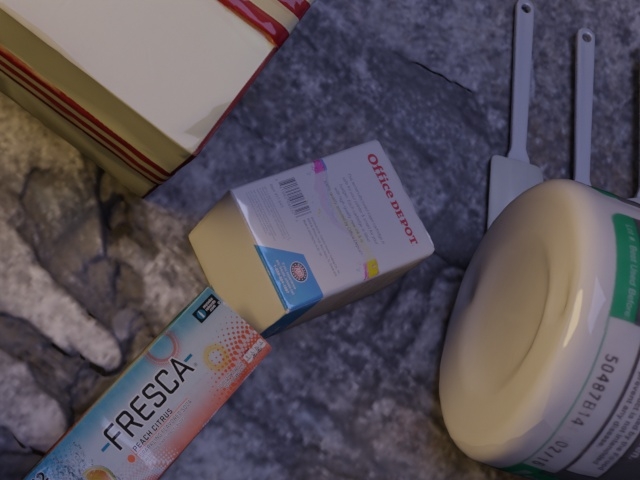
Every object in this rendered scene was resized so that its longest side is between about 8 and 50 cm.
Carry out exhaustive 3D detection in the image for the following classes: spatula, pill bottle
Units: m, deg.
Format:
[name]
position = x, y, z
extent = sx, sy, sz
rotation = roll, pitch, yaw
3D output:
[spatula]
position = 0.217, -0.079, 1.143
extent = 0.168, 0.019, 0.242
rotation = 14, 63, -13
[pill bottle]
position = 0.285, 0.105, 0.986
extent = 0.361, 0.204, 0.204
rotation = 19, 63, -16

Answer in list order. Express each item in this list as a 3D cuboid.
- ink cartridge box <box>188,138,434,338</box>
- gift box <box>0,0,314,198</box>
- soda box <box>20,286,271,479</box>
[ink cartridge box]
position = 0.000, 0.000, 0.966
extent = 0.143, 0.090, 0.092
rotation = -20, 79, -31
[gift box]
position = -0.147, -0.187, 0.892
extent = 0.258, 0.276, 0.255
rotation = 38, 72, -10
[soda box]
position = -0.114, 0.116, 0.885
extent = 0.063, 0.058, 0.183
rotation = 44, 58, -2
